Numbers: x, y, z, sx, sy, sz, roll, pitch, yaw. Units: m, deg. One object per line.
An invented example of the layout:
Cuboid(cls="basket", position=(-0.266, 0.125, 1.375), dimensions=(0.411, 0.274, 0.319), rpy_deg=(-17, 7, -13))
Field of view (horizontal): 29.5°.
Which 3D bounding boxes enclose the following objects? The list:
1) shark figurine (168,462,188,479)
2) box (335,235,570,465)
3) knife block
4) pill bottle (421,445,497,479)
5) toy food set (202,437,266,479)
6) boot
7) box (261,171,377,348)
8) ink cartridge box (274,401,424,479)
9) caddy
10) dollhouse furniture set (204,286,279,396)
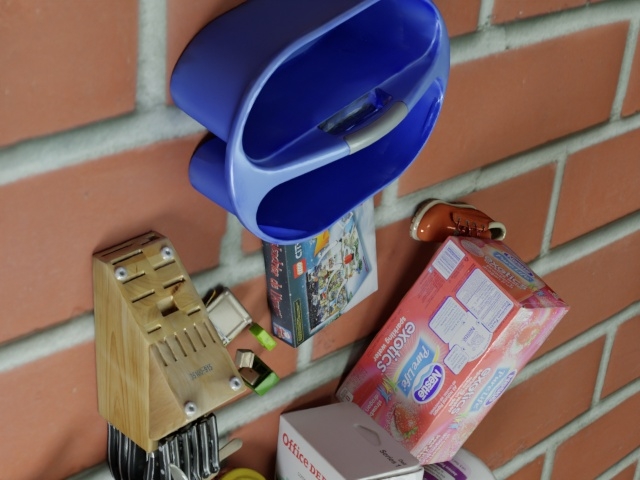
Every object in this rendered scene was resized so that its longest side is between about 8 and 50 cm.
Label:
Cuboid(cls="shark figurine", position=(-0.244, 0.343, 1.306), dimensions=(0.278, 0.116, 0.166), rpy_deg=(-8, 140, -2))
Cuboid(cls="box", position=(0.180, 0.155, 1.676), dimensions=(0.142, 0.154, 0.300), rpy_deg=(4, 125, -51))
Cuboid(cls="knife block", position=(-0.200, 0.158, 1.367), dimensions=(0.088, 0.242, 0.276), rpy_deg=(-25, 84, -41))
Cuboid(cls="pill bottle", position=(0.133, 0.459, 1.860), dimensions=(0.301, 0.169, 0.169), rpy_deg=(-40, 138, -27))
Cuboid(cls="toy food set", position=(-0.116, 0.365, 1.570), dimensions=(0.128, 0.071, 0.218), rpy_deg=(-43, 112, -47))
Cuboid(cls="boot", position=(0.195, -0.019, 1.708), dimensions=(0.158, 0.084, 0.059), rpy_deg=(-7, 118, -46))
Cuboid(cls="box", position=(0.000, 0.000, 1.520), dimensions=(0.159, 0.044, 0.233), rpy_deg=(-33, 134, -34))
Cuboid(cls="ink cartridge box", position=(0.025, 0.386, 1.628), dimensions=(0.117, 0.201, 0.278), rpy_deg=(-5, 112, -29))
Cuboid(cls="caddy", position=(0.004, -0.146, 1.324), dimensions=(0.341, 0.179, 0.241), rpy_deg=(-36, 135, -30))
Cuboid(cls="dollhouse furniture set", position=(-0.110, 0.121, 1.483), dimensions=(0.076, 0.058, 0.152), rpy_deg=(-45, 121, -11))
